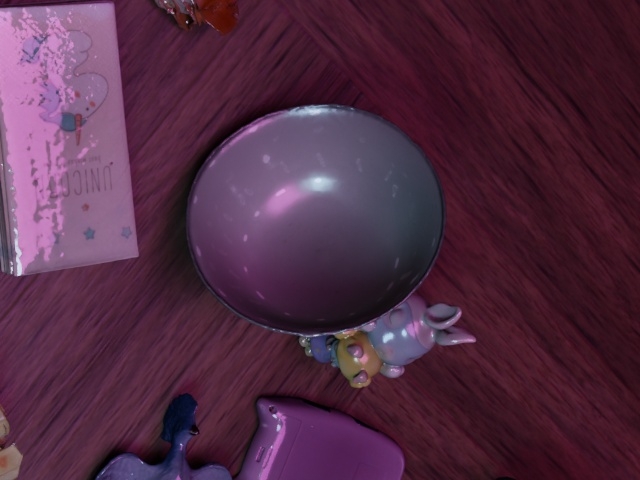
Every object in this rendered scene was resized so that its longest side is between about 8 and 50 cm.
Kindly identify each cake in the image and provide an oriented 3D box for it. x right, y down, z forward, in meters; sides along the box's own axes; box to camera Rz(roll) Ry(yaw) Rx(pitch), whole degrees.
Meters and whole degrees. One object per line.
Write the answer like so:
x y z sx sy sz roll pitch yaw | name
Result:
-0.199 -0.385 1.733 0.287 0.098 0.135 41 77 -34 | cake

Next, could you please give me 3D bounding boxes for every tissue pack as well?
-0.323 -0.129 1.703 0.170 0.071 0.326 -11 103 -32 | tissue pack

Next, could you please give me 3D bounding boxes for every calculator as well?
0.007 0.340 1.985 0.294 0.043 0.194 26 82 -33 | calculator

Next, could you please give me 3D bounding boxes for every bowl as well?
0.000 0.000 1.835 0.337 0.337 0.157 -48 158 -17 | bowl

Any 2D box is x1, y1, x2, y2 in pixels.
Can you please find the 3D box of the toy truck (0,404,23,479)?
-0.474 0.253 1.574 0.272 0.157 0.124 -25 153 -39 | toy truck

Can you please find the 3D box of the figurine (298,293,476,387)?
0.088 0.125 1.890 0.155 0.235 0.127 -25 110 -27 | figurine

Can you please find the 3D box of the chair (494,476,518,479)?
0.192 0.550 2.023 0.401 0.226 0.227 -34 113 -22 | chair

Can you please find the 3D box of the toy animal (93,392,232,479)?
-0.202 0.341 1.841 0.239 0.176 0.255 17 122 -29 | toy animal
